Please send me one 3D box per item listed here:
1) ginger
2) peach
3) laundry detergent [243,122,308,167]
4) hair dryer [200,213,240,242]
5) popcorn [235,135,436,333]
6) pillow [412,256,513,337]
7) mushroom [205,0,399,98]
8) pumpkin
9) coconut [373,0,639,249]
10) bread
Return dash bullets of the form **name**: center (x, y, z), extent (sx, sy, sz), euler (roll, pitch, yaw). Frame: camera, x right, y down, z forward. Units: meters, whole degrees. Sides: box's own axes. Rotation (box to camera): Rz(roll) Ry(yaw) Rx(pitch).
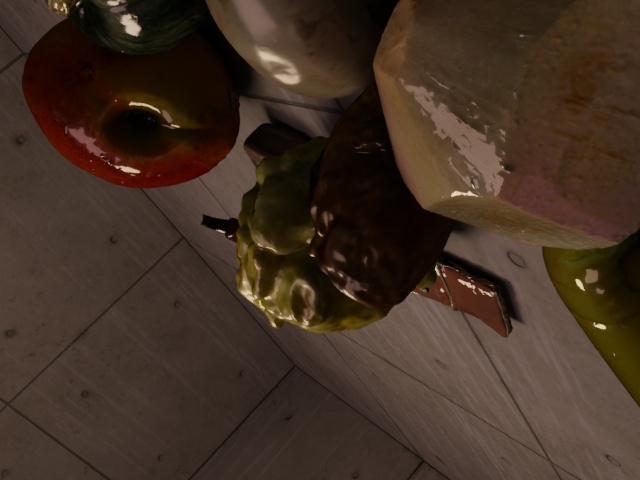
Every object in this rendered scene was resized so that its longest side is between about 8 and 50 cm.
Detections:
- **ginger**: center (0.076, -0.073, 0.650), extent (0.165, 0.321, 0.172), euler (-10, 109, 34)
- **peach**: center (-0.307, -0.241, 1.168), extent (0.373, 0.373, 0.289), euler (26, 127, 49)
- **laundry detergent**: center (-0.027, -0.092, 1.244), extent (0.171, 0.076, 0.237), euler (30, 161, 40)
- **hair dryer**: center (-0.082, 0.017, 1.366), extent (0.341, 0.123, 0.312), euler (19, 166, -18)
- **popcorn**: center (0.011, -0.010, 0.998), extent (0.312, 0.312, 0.312), euler (41, 165, 14)
- **pillow**: center (0.210, 0.074, 1.134), extent (0.232, 0.043, 0.126), euler (26, 156, 46)
- **mushroom**: center (0.021, -0.240, 0.538), extent (0.243, 0.243, 0.243), euler (41, 165, 14)
- **pumpkin**: center (-0.274, -0.373, 0.879), extent (0.300, 0.207, 0.300), euler (42, 166, 12)
- **coconut**: center (0.143, -0.110, 0.461), extent (0.237, 0.237, 0.197), euler (56, -172, -37)
- **bread**: center (0.327, 0.092, 0.632), extent (0.383, 0.166, 0.112), euler (49, 145, -18)
